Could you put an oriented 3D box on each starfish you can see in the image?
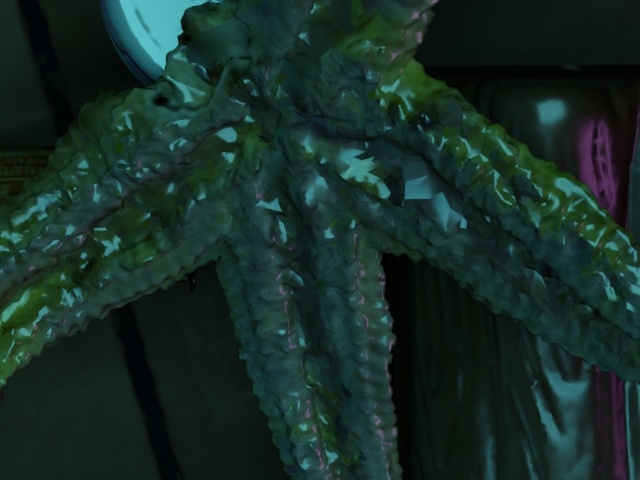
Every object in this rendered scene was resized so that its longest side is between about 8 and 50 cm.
[{"bbox_3d":[0.000,-0.003,0.696,0.398,0.132,0.384,-40,99,19],"label":"starfish"}]

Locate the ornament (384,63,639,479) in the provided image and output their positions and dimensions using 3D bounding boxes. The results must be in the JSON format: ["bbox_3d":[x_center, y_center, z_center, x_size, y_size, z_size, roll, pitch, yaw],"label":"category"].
[{"bbox_3d":[0.114,0.024,0.843,0.221,0.235,0.217,2,98,22],"label":"ornament"}]

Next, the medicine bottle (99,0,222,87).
[{"bbox_3d":[-0.040,-0.121,0.828,0.135,0.168,0.135,0,94,-3],"label":"medicine bottle"}]

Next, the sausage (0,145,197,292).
[{"bbox_3d":[-0.189,-0.012,0.876,0.264,0.083,0.083,-1,94,-2],"label":"sausage"}]
